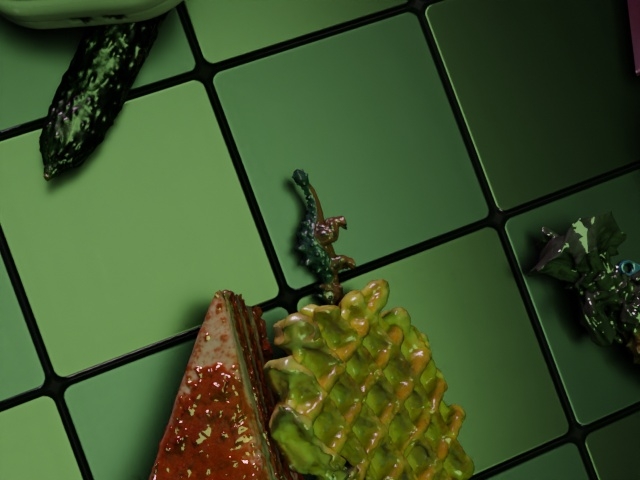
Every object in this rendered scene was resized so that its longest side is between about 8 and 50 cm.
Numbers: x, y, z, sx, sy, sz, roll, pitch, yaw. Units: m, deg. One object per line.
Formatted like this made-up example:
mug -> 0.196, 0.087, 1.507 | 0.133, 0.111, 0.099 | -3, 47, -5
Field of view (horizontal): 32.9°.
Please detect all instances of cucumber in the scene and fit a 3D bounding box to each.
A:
cucumber -> -0.206, -0.191, 1.072 | 0.072, 0.072, 0.300 | 25, 79, -10

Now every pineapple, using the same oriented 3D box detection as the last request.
pineapple -> 0.331, 0.062, 1.160 | 0.237, 0.111, 0.119 | 34, 53, -2

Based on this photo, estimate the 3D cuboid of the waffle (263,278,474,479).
waffle -> 0.049, 0.188, 1.036 | 0.283, 0.065, 0.310 | 13, 65, -48

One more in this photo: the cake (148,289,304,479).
cake -> -0.058, 0.188, 1.000 | 0.159, 0.158, 0.262 | 16, 80, 16

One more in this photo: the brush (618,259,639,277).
brush -> 0.406, 0.062, 1.220 | 0.164, 0.014, 0.051 | 25, 78, -9

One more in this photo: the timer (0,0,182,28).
timer -> -0.222, -0.333, 1.031 | 0.236, 0.087, 0.262 | -2, 76, 8

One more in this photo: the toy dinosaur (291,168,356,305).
toy dinosaur -> 0.000, 0.000, 1.113 | 0.055, 0.049, 0.154 | -17, 93, -11

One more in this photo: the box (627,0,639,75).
box -> 0.405, -0.302, 1.227 | 0.120, 0.069, 0.224 | -7, 86, -14
